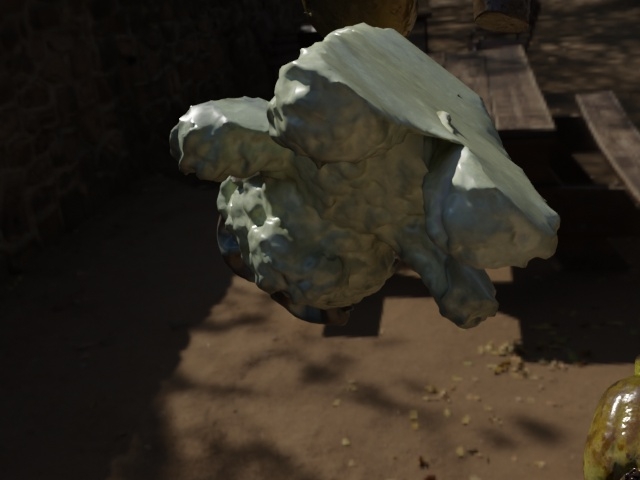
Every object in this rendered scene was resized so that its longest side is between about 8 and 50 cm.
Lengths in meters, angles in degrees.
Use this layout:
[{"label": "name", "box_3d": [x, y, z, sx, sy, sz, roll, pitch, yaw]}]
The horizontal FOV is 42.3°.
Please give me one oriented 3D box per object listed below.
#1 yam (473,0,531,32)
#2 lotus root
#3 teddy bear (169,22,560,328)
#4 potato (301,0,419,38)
[{"label": "yam", "box_3d": [0.246, -0.348, 1.096, 0.084, 0.127, 0.084, 8, 1, 0]}, {"label": "lotus root", "box_3d": [0.498, 0.307, 1.261, 0.169, 0.141, 0.314, 2, 56, 37]}, {"label": "teddy bear", "box_3d": [0.000, 0.000, 0.745, 0.327, 0.362, 0.375, 33, 25, -9]}, {"label": "potato", "box_3d": [0.055, -0.380, 1.128, 0.141, 0.296, 0.191, -35, 66, -30]}]
